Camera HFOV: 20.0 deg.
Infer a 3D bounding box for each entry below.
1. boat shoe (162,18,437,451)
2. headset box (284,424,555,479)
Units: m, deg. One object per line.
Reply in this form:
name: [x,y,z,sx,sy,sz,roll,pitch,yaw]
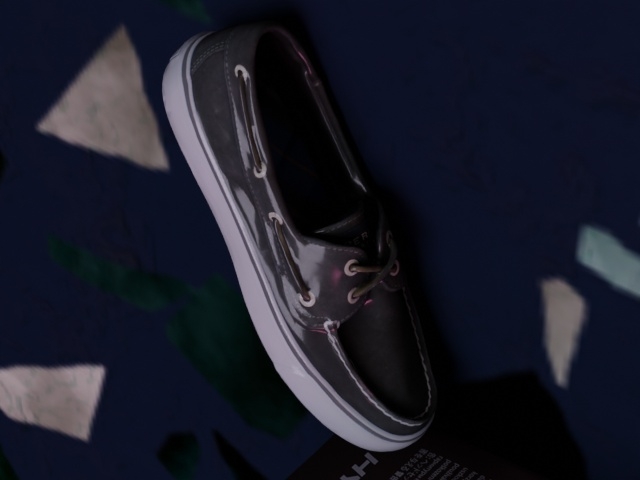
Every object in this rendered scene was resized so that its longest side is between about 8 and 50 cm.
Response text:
boat shoe: [0.000,0.000,0.544,0.040,0.049,0.142,-17,105,49]
headset box: [0.107,0.208,0.552,0.293,0.110,0.218,21,133,33]
